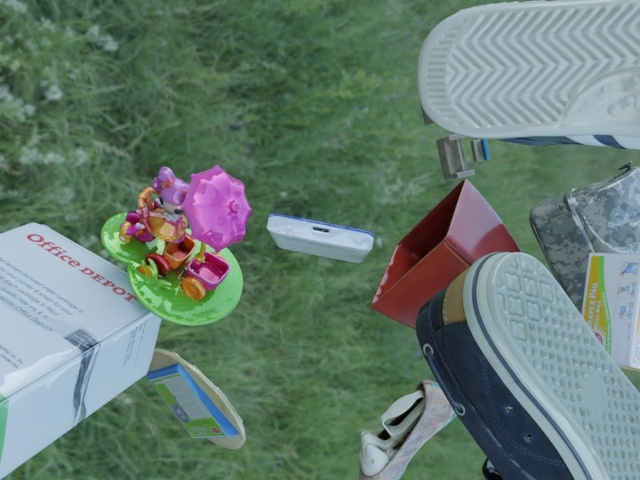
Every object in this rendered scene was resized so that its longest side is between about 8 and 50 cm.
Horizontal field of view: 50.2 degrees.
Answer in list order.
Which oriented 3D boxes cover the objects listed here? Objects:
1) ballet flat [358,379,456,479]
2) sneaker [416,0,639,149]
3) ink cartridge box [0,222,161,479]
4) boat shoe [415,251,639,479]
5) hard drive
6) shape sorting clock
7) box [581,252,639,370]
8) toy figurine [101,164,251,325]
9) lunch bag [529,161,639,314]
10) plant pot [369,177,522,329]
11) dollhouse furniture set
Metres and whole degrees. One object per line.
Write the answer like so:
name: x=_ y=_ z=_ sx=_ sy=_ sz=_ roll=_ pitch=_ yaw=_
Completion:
ballet flat: x=0.148 y=0.401 z=1.395 sx=0.106 sy=0.316 sz=0.107 roll=31 pitch=13 yaw=-24
sneaker: x=0.256 y=-0.127 z=0.520 sx=0.148 sy=0.350 sz=0.131 roll=-31 pitch=129 yaw=-68
ink cartridge box: x=-0.335 y=0.111 z=0.700 sx=0.289 sy=0.211 sz=0.122 roll=-33 pitch=147 yaw=-58
boat shoe: x=0.281 y=0.242 z=0.780 sx=0.187 sy=0.156 sz=0.500 roll=-39 pitch=97 yaw=-41
hard drive: x=0.000 y=0.000 z=1.490 sx=0.319 sy=0.210 sz=0.040 roll=90 pitch=11 yaw=-84
shape sorting clock: x=-0.195 y=0.247 z=1.067 sx=0.040 sy=0.206 sz=0.206 roll=-40 pitch=122 yaw=-35
box: x=0.559 y=0.133 z=1.268 sx=0.114 sy=0.103 sz=0.203 roll=17 pitch=80 yaw=-41
toy figurine: x=-0.139 y=-0.020 z=0.709 sx=0.130 sy=0.173 sz=0.159 roll=-51 pitch=174 yaw=-44
lunch bag: x=0.648 y=0.008 z=1.529 sx=0.212 sy=0.256 sz=0.305 roll=-20 pitch=85 yaw=-63
plant pot: x=0.308 y=0.073 z=1.528 sx=0.235 sy=0.267 sz=0.267 roll=38 pitch=38 yaw=-5
dollhouse furniture set: x=0.293 y=-0.223 z=1.371 sx=0.129 sy=0.129 sz=0.184 roll=-173 pitch=-109 yaw=-80
